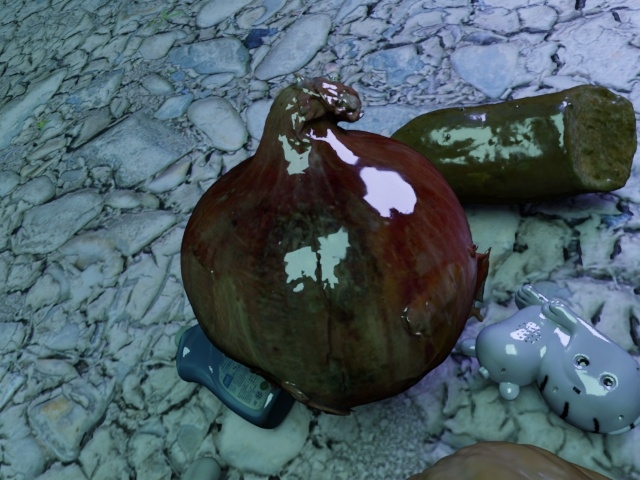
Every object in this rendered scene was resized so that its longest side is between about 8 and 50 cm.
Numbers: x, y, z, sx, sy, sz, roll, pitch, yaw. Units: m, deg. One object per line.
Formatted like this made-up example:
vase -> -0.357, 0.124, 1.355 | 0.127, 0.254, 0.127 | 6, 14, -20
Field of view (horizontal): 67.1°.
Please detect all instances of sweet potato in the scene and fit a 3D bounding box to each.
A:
sweet potato -> 0.230, -0.123, 0.675 | 0.370, 0.158, 0.157 | -2, 58, 26

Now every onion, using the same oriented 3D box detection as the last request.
onion -> 0.018, 0.022, 0.565 | 0.354, 0.353, 0.353 | -9, 56, 14

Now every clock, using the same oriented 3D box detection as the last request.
clock -> 0.252, 0.144, 0.529 | 0.117, 0.080, 0.176 | -39, 54, -8

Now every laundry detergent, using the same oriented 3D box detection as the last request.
laundry detergent -> -0.127, 0.168, 0.658 | 0.206, 0.061, 0.096 | 21, 70, 29

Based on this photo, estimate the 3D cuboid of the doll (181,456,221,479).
doll -> -0.177, 0.379, 0.481 | 0.243, 0.159, 0.311 | -14, 52, 12

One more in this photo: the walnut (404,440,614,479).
walnut -> 0.155, 0.307, 0.324 | 0.306, 0.306, 0.344 | -30, 30, -1
